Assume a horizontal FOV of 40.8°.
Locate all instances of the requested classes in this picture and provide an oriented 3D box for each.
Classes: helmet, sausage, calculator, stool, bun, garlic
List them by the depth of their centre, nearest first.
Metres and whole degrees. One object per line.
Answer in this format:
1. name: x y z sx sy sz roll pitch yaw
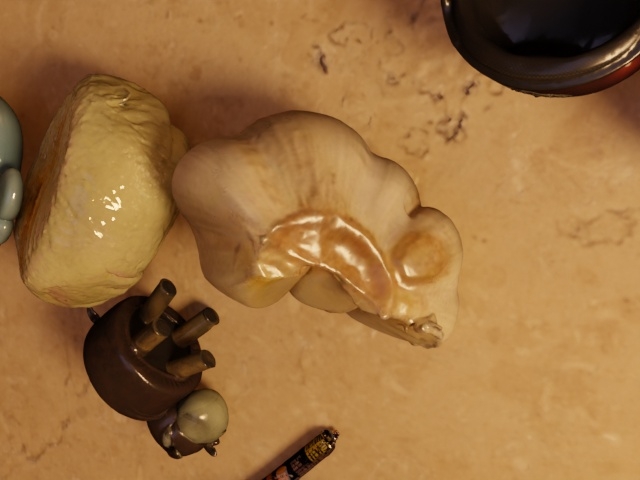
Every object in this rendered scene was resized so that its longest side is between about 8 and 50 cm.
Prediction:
1. helmet: 0.191 -0.215 0.661 0.189 0.193 0.216 16 93 27
2. garlic: -0.001 -0.017 0.794 0.281 0.203 0.185 15 79 -15
3. bun: -0.220 -0.049 0.890 0.244 0.153 0.244 -31 50 46
4. stool: -0.163 0.141 0.923 0.121 0.125 0.217 -33 94 23
5. sausage: -0.049 0.263 0.941 0.198 0.025 0.028 -41 84 23
6. calculator: -0.395 -0.080 0.971 0.302 0.042 0.188 32 108 43
